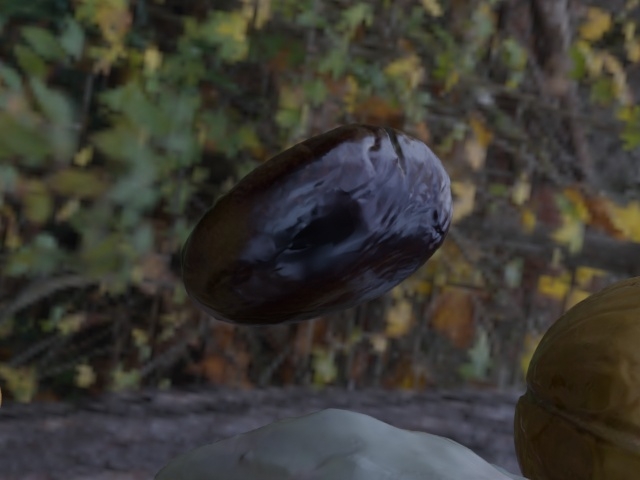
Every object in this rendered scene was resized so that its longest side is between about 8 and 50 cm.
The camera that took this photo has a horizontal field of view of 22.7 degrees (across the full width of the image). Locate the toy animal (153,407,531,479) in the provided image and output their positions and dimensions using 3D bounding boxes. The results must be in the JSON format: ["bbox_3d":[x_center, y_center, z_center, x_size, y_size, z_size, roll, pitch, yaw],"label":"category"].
[{"bbox_3d":[0.073,0.200,0.792,0.188,0.308,0.266,-27,112,-38],"label":"toy animal"}]

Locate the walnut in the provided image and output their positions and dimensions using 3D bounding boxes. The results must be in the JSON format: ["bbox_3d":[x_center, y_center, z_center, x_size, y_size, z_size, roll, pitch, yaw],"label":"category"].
[{"bbox_3d":[0.232,0.117,0.979,0.193,0.225,0.193,6,90,-86],"label":"walnut"}]

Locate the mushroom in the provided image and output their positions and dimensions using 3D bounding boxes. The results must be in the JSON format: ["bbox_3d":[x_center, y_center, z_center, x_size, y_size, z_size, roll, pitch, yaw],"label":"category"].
[{"bbox_3d":[0.000,0.000,0.681,0.123,0.123,0.052,94,-24,-63],"label":"mushroom"}]
